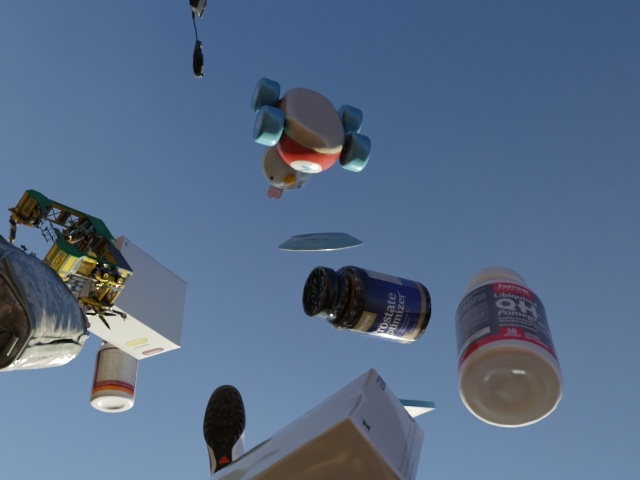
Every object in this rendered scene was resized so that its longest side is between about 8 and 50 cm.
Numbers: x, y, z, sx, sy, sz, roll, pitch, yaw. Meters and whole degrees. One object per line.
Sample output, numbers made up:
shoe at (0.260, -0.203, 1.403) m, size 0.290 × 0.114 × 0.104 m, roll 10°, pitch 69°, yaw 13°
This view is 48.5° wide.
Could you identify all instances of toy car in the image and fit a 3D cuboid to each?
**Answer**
toy car at (-0.052, -0.165, 1.425) m, size 0.210 × 0.219 × 0.237 m, roll -100°, pitch -150°, yaw -49°

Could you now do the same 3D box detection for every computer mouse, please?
computer mouse at (-0.247, -0.455, 1.469) m, size 0.041 × 0.071 × 0.241 m, roll -2°, pitch -89°, yaw -3°

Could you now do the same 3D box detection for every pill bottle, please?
pill bottle at (0.084, 0.114, 1.305) m, size 0.123 × 0.219 × 0.122 m, roll -38°, pitch -135°, yaw 52°
pill bottle at (-0.582, 0.364, 2.023) m, size 0.121 × 0.121 × 0.221 m, roll -37°, pitch -138°, yaw 35°
pill bottle at (0.343, 0.181, 1.337) m, size 0.177 × 0.318 × 0.176 m, roll 3°, pitch -62°, yaw 7°

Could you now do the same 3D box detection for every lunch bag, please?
lunch bag at (-0.545, 0.117, 1.191) m, size 0.256 × 0.305 × 0.212 m, roll 35°, pitch -97°, yaw 3°

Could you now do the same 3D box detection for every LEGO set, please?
LEGO set at (-0.578, 0.058, 1.576) m, size 0.331 × 0.255 × 0.192 m, roll 42°, pitch -80°, yaw 34°

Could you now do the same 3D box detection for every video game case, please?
video game case at (0.115, 0.330, 1.328) m, size 0.166 × 0.119 × 0.015 m, roll -34°, pitch -125°, yaw 38°

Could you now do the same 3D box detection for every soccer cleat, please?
soccer cleat at (-0.242, 0.527, 1.824) m, size 0.109 × 0.116 × 0.318 m, roll -4°, pitch -93°, yaw -8°

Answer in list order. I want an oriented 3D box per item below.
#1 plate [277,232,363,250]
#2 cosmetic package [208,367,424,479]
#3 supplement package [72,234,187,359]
plate at (0.000, 0.000, 1.546) m, size 0.188 × 0.188 × 0.024 m, roll 1°, pitch -82°, yaw 34°
cosmetic package at (-0.033, 0.394, 1.152) m, size 0.385 × 0.217 × 0.156 m, roll -36°, pitch -90°, yaw 18°
supplement package at (-0.486, 0.152, 1.829) m, size 0.145 × 0.262 × 0.203 m, roll -20°, pitch -130°, yaw 23°
